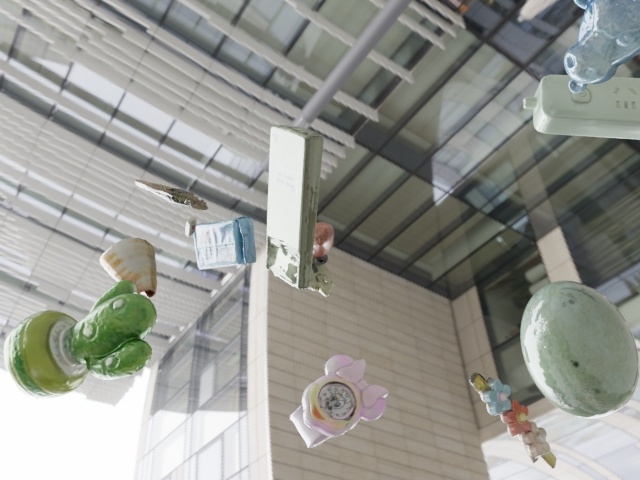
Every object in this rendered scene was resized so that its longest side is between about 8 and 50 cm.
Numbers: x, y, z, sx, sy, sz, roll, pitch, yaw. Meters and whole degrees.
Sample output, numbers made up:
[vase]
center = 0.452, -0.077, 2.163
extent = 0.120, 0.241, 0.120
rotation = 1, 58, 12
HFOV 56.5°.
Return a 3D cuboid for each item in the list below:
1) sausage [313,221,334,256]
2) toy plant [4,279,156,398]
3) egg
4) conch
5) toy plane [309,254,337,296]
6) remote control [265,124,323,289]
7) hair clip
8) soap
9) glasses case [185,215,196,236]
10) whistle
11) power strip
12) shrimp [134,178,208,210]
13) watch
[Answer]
[sausage]
center = 0.000, 0.000, 1.576
extent = 0.077, 0.194, 0.077
rotation = 0, -104, 0
[toy plant]
center = -0.478, 0.204, 1.247
extent = 0.184, 0.316, 0.224
rotation = 55, -159, -48
[egg]
center = 0.415, 0.175, 0.961
extent = 0.169, 0.169, 0.236
rotation = -33, -73, -52
[conch]
center = -0.518, 0.064, 1.687
extent = 0.255, 0.127, 0.158
rotation = 32, 176, 41
[toy plane]
center = -0.051, 0.038, 1.696
extent = 0.108, 0.092, 0.286
rotation = -27, -85, -15
[remote control]
center = -0.050, -0.056, 1.051
extent = 0.038, 0.285, 0.123
rotation = -10, -158, -35
[hair clip]
center = 0.314, 0.289, 0.945
extent = 0.213, 0.056, 0.062
rotation = 52, -131, -18
[soap]
center = -0.308, 0.011, 1.890
extent = 0.077, 0.293, 0.156
rotation = -3, -91, -46
[glasses case]
center = -0.396, -0.043, 1.820
extent = 0.021, 0.083, 0.032
rotation = 37, -127, 11
[whistle]
center = 0.419, -0.317, 0.797
extent = 0.093, 0.269, 0.180
rotation = -18, -127, -42
[power strip]
center = 0.535, -0.219, 0.987
extent = 0.386, 0.062, 0.091
rotation = 5, -109, 8
[shrimp]
center = -0.486, -0.149, 1.930
extent = 0.251, 0.052, 0.143
rotation = 15, -178, 3
[watch]
center = 0.036, 0.471, 1.708
extent = 0.249, 0.217, 0.210
rotation = -26, -112, -28
